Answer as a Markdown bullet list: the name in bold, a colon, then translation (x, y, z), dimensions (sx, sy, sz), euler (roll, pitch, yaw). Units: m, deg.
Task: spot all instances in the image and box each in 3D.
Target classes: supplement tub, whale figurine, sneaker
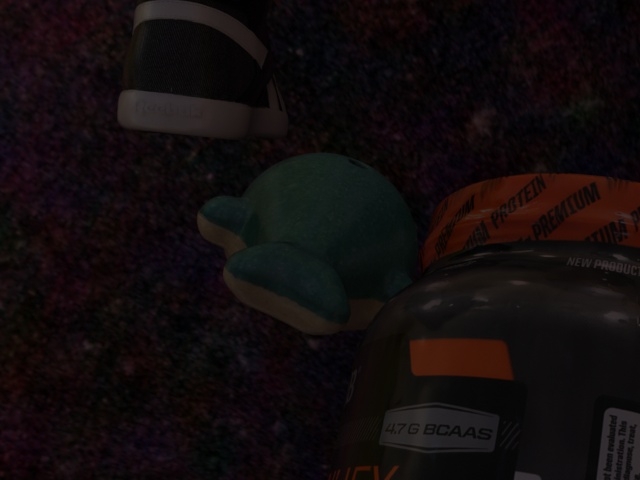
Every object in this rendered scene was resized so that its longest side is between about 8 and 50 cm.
- **supplement tub**: translation (0.096, 0.155, 0.473), dimensions (0.207, 0.207, 0.338), euler (3, 66, 26)
- **whale figurine**: translation (0.000, 0.000, 0.925), dimensions (0.216, 0.272, 0.141), euler (26, 100, 5)
- **sneaker**: translation (-0.050, -0.115, 0.559), dimensions (0.079, 0.217, 0.121), euler (7, 97, -2)
